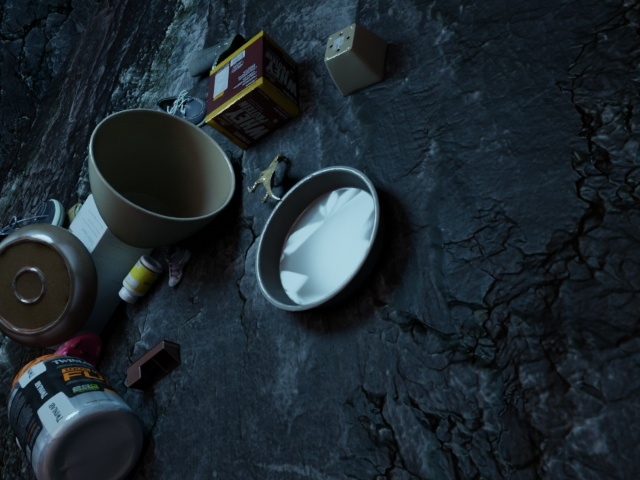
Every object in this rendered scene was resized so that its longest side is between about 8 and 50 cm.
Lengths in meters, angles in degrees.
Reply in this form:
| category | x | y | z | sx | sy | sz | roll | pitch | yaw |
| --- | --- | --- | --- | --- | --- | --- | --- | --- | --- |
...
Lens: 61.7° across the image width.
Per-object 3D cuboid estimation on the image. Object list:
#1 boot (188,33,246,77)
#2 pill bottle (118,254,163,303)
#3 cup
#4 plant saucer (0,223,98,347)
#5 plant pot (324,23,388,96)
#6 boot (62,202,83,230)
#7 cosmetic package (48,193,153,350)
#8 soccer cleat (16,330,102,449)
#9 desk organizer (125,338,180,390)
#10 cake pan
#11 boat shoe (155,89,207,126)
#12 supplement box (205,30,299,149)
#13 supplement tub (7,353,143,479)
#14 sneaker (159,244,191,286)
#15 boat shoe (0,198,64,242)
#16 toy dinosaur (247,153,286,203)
| category | x | y | z | sx | sy | sz | roll | pitch | yaw |
| --- | --- | --- | --- | --- | --- | --- | --- | --- | --- |
| boot | -0.335 | -0.537 | 1.629 | 0.209 | 0.076 | 0.189 | -2 | 50 | 35 |
| pill bottle | -0.457 | 0.100 | 1.357 | 0.116 | 0.065 | 0.065 | -51 | 42 | 6 |
| cup | -0.403 | -0.114 | 1.289 | 0.237 | 0.331 | 0.331 | -48 | 38 | 42 |
| plant saucer | -0.703 | 0.112 | 1.317 | 0.311 | 0.050 | 0.310 | 0 | 89 | 8 |
| plant pot | 0.070 | -0.394 | 1.146 | 0.109 | 0.096 | 0.109 | -11 | 58 | 38 |
| boot | -0.904 | -0.037 | 1.851 | 0.269 | 0.089 | 0.236 | -40 | 53 | 17 |
| cosmetic package | -0.633 | 0.093 | 1.459 | 0.217 | 0.156 | 0.385 | 30 | 87 | 47 |
| soccer cleat | -0.679 | 0.368 | 1.361 | 0.143 | 0.116 | 0.331 | 18 | 79 | 47 |
| desk organizer | -0.369 | 0.276 | 1.181 | 0.130 | 0.047 | 0.050 | -38 | 47 | 20 |
| cake pan | 0.000 | 0.000 | 1.001 | 0.293 | 0.054 | 0.293 | -22 | 52 | 32 |
| boat shoe | -0.413 | -0.399 | 1.613 | 0.255 | 0.079 | 0.095 | 22 | 82 | 48 |
| supplement box | -0.167 | -0.368 | 1.326 | 0.191 | 0.129 | 0.194 | -26 | 50 | 29 |
| supplement tub | -0.541 | 0.382 | 1.157 | 0.338 | 0.207 | 0.207 | 18 | 79 | 46 |
| sneaker | -0.360 | 0.057 | 1.290 | 0.038 | 0.069 | 0.098 | 2 | 67 | 44 |
| boat shoe | -0.902 | 0.023 | 1.597 | 0.187 | 0.156 | 0.500 | -42 | 29 | 27 |
| toy dinosaur | -0.116 | -0.129 | 1.166 | 0.092 | 0.053 | 0.183 | -50 | 22 | 35 |
